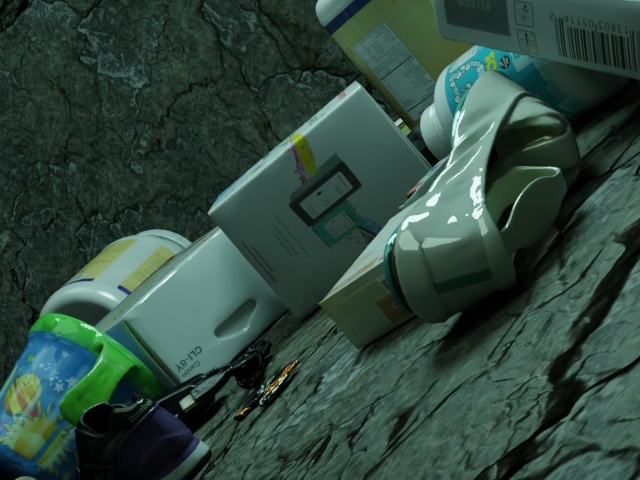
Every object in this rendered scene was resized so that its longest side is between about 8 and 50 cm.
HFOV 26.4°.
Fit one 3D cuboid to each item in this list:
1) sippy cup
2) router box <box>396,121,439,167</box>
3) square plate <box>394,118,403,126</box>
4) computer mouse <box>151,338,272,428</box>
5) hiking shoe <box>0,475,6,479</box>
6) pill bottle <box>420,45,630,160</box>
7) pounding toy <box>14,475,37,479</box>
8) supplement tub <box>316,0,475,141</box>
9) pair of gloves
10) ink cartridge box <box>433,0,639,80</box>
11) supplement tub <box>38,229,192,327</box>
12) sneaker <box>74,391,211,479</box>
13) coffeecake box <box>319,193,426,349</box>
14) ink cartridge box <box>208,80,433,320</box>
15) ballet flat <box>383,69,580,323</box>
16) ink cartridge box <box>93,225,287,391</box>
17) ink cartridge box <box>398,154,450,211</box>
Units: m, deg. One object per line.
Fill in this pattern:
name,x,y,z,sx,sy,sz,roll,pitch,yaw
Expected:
sippy cup,-0.376,0.262,1.964,0.224,0.240,0.305,-56,-26,-28
router box,0.195,-0.183,2.196,0.309,0.081,0.243,-44,7,-28
square plate,0.094,-0.145,2.686,0.344,0.049,0.347,-40,6,3
computer mouse,-0.170,0.216,1.727,0.262,0.060,0.184,-29,2,1
hiking shoe,-0.450,0.370,1.856,0.086,0.114,0.227,-43,-10,-14
pill bottle,0.239,-0.184,1.651,0.264,0.146,0.146,-35,8,46
pounding toy,-0.384,0.371,1.584,0.155,0.154,0.269,-36,-11,36
supplement tub,0.171,-0.281,1.935,0.228,0.316,0.228,-40,6,5
pair of gloves,-0.061,0.174,1.564,0.074,0.010,0.083,-47,6,-39
ink cartridge box,0.361,-0.291,1.453,0.385,0.091,0.308,-26,29,-31
supplement tub,-0.359,0.133,2.572,0.241,0.241,0.331,-37,7,28
sneaker,-0.239,0.245,1.599,0.107,0.124,0.283,-45,7,-40
coffeecake box,0.101,0.015,1.434,0.142,0.068,0.185,-35,8,40
ink cartridge box,0.013,-0.062,1.900,0.270,0.197,0.198,-40,7,5
ballet flat,0.181,-0.055,1.299,0.139,0.139,0.400,-36,12,36
ink cartridge box,-0.219,0.125,2.156,0.279,0.160,0.385,-44,7,-26
ink cartridge box,0.140,-0.046,1.653,0.115,0.063,0.029,-45,8,-32
